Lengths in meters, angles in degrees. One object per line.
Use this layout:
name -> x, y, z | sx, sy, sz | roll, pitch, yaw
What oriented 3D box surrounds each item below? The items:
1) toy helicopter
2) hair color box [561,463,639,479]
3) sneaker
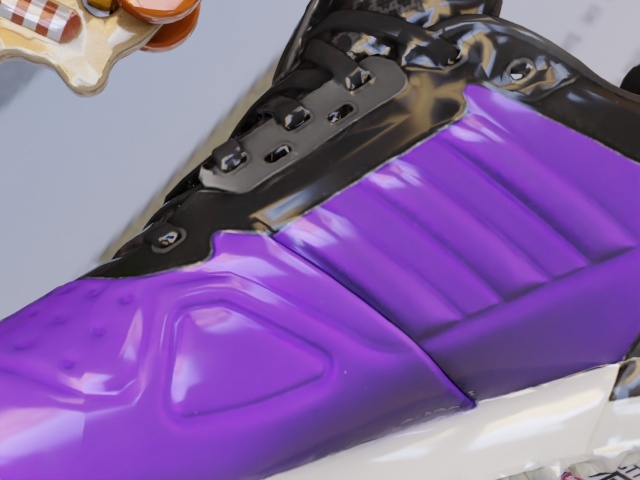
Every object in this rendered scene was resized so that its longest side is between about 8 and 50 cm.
toy helicopter -> -0.281, -0.205, 1.388 | 0.355, 0.235, 0.140 | -38, 180, -10
hair color box -> 0.061, 0.168, 1.081 | 0.347, 0.174, 0.105 | -40, 132, 21
sneaker -> 0.000, 0.000, 0.431 | 0.293, 0.146, 0.102 | -8, 178, -22
